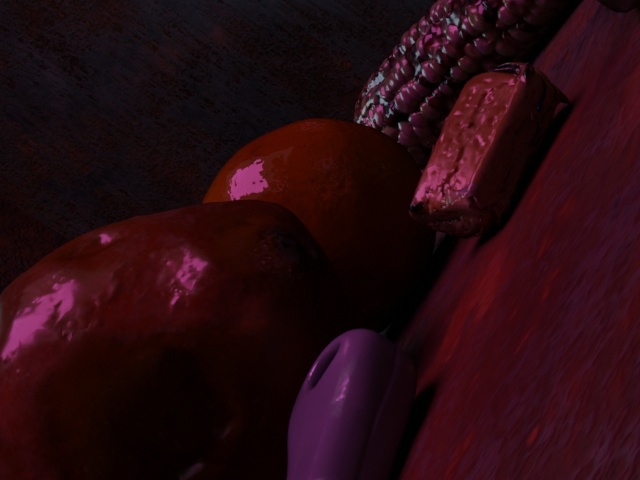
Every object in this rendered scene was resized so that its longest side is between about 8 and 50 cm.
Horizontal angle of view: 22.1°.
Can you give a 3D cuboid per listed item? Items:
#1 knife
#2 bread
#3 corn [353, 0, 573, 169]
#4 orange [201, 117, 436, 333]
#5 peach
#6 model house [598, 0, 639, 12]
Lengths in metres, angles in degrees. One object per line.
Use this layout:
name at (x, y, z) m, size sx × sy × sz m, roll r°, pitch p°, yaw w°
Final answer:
knife at (0.002, 0.137, 0.680) m, size 0.080 × 0.044 × 0.331 m, roll -47°, pitch 13°, yaw 27°
bread at (0.097, -0.051, 0.936) m, size 0.072 × 0.053 × 0.106 m, roll -6°, pitch 49°, yaw 55°
corn at (0.116, -0.152, 1.286) m, size 0.280 × 0.092 × 0.092 m, roll -49°, pitch 8°, yaw 46°
orange at (0.000, 0.000, 1.056) m, size 0.159 × 0.159 × 0.136 m, roll -54°, pitch 40°, yaw 32°
peach at (-0.082, 0.075, 0.922) m, size 0.235 × 0.214 × 0.214 m, roll -49°, pitch 6°, yaw 24°
model house at (0.163, -0.262, 0.962) m, size 0.194 × 0.170 × 0.211 m, roll -58°, pitch 2°, yaw 15°
